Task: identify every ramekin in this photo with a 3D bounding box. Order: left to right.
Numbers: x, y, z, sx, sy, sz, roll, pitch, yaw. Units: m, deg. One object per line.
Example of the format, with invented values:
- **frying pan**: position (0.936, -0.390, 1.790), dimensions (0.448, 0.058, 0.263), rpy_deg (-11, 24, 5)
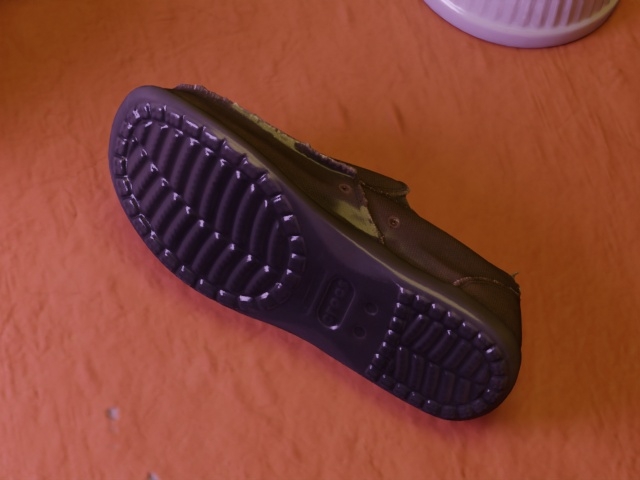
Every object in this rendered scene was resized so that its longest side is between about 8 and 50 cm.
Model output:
- **ramekin**: position (0.180, -0.282, 1.661), dimensions (0.207, 0.109, 0.207), rpy_deg (4, 55, -6)

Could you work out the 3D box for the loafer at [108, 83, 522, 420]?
- **loafer**: position (0.000, 0.000, 1.447), dimensions (0.366, 0.134, 0.130), rpy_deg (36, 34, 4)
